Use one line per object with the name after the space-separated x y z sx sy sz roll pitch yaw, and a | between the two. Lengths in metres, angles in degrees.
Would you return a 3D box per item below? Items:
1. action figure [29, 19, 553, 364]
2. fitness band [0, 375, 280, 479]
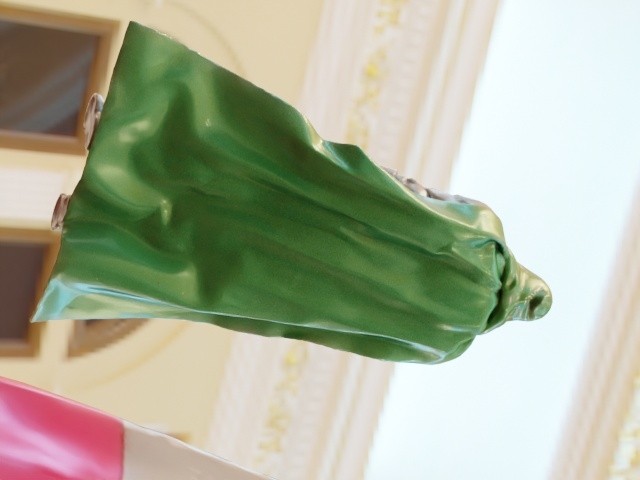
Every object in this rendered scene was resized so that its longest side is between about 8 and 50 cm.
0.000 0.000 0.857 0.063 0.232 0.137 -122 -129 -68 | action figure
-0.099 0.128 0.479 0.209 0.291 0.054 -54 -157 30 | fitness band
